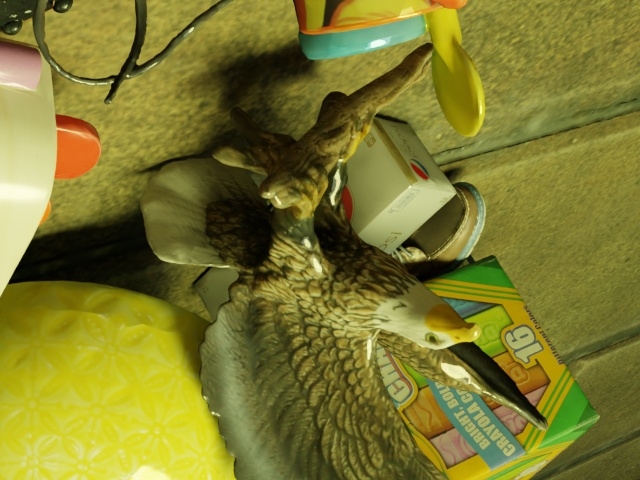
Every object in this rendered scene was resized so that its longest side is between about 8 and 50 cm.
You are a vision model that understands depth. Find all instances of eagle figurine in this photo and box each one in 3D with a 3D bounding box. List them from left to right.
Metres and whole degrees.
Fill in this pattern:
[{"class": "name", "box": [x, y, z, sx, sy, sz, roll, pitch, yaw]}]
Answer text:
[{"class": "eagle figurine", "box": [0.027, 0.058, 0.804, 0.226, 0.225, 0.298, -20, 120, -4]}]

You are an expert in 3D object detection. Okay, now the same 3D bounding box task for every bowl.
[{"class": "bowl", "box": [-0.174, 0.179, 0.847, 0.289, 0.156, 0.289, 1, 134, 1]}]

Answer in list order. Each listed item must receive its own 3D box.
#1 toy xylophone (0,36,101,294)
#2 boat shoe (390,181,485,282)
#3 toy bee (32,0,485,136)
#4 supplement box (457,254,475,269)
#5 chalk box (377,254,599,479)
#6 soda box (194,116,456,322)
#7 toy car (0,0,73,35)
[{"class": "toy xylophone", "box": [-0.273, 0.011, 0.658, 0.236, 0.081, 0.322, 14, 133, -40]}, {"class": "boat shoe", "box": [0.071, 0.015, 1.084, 0.066, 0.066, 0.183, 2, 139, -48]}, {"class": "toy bee", "box": [0.039, -0.132, 0.608, 0.298, 0.162, 0.195, -48, 122, -27]}, {"class": "supplement box", "box": [0.111, 0.052, 1.208, 0.083, 0.056, 0.083, -24, 155, -16]}, {"class": "chalk box", "box": [0.054, 0.164, 1.046, 0.289, 0.179, 0.180, -19, 157, -30]}, {"class": "soda box", "box": [0.000, 0.000, 0.963, 0.216, 0.074, 0.069, -43, 154, 25]}, {"class": "toy car", "box": [-0.175, -0.127, 0.565, 0.060, 0.040, 0.122, -23, 167, 37]}]
